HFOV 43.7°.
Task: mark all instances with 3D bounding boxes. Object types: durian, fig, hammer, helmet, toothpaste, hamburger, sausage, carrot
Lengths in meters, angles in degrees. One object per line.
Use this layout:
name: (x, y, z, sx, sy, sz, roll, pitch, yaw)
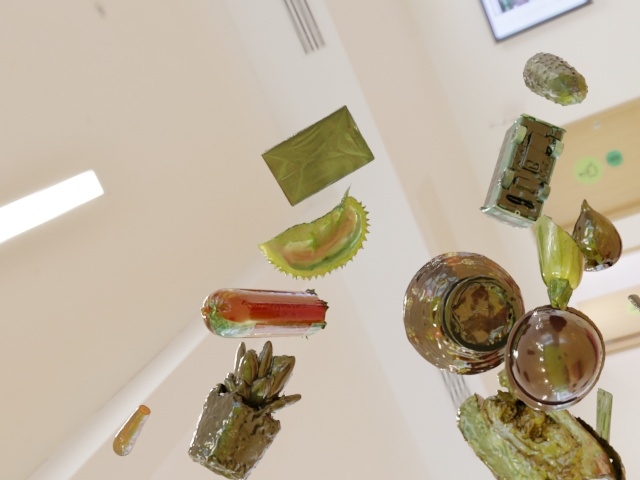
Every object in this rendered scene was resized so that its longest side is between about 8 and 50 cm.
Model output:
durian: (0.000, 0.000, 2.296, 0.158, 0.351, 0.169, 38, 149, 43)
fig: (0.577, -0.011, 1.691, 0.109, 0.103, 0.155, -25, -86, -40)
hammer: (0.751, 0.187, 1.766, 0.297, 0.125, 0.027, -102, 17, -71)
helmet: (0.358, 0.190, 1.233, 0.155, 0.175, 0.106, 30, -169, 13)
toothpaste: (0.628, 0.424, 1.775, 0.048, 0.029, 0.197, -150, 54, -64)
hamburger: (0.441, 0.412, 1.565, 0.277, 0.195, 0.318, 39, -175, -47)
sausage: (-0.084, 0.103, 1.145, 0.264, 0.083, 0.083, 10, -118, -59)
carrot: (-0.279, 0.282, 1.176, 0.032, 0.093, 0.032, 28, -156, -13)

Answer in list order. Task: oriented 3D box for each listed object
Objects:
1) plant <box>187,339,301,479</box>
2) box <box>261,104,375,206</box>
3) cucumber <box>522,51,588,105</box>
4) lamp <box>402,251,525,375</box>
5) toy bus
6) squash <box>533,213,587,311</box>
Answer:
plant: (-0.184, 0.399, 1.907, 0.194, 0.181, 0.321, 45, -121, -34)
box: (-0.004, -0.202, 1.913, 0.155, 0.231, 0.149, 61, -176, -8)
cucumber: (0.345, -0.235, 1.176, 0.069, 0.069, 0.227, 62, -170, -19)
lamp: (0.273, 0.138, 1.524, 0.247, 0.246, 0.247, 50, -151, -41)
toy bus: (0.486, -0.158, 1.926, 0.147, 0.128, 0.256, 122, 169, -74)
squash: (0.382, 0.036, 1.253, 0.200, 0.075, 0.090, -77, -26, -57)
